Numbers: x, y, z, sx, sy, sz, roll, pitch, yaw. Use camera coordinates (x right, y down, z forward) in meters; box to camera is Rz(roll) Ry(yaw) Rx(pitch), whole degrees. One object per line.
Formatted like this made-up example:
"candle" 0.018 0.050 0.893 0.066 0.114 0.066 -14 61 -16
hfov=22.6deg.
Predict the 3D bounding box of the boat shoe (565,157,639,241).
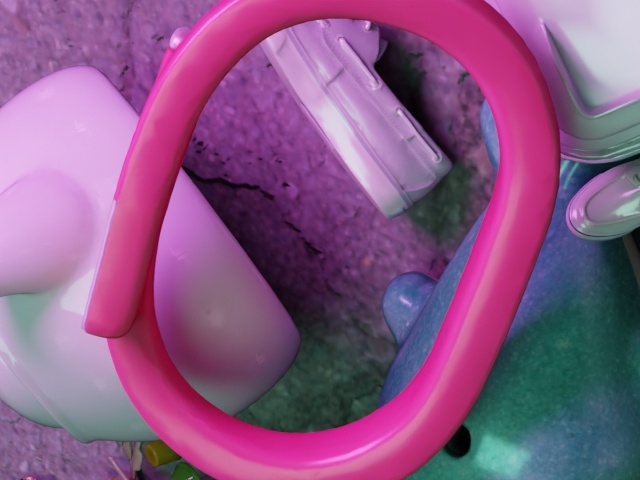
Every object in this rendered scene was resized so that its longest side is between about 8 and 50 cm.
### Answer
"boat shoe" 0.175 -0.030 0.835 0.100 0.035 0.035 -21 78 -2

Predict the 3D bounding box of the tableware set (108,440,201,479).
"tableware set" -0.115 0.188 1.140 0.104 0.024 0.154 48 144 28

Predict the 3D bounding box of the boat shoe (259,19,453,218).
"boat shoe" 0.013 -0.101 0.947 0.063 0.066 0.184 -35 93 -2

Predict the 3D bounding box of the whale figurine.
"whale figurine" 0.115 0.051 0.898 0.216 0.141 0.272 12 104 35

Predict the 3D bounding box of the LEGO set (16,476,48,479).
"LEGO set" -0.217 0.222 1.241 0.054 0.023 0.083 20 104 21

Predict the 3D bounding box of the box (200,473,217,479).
"box" 0.014 0.204 1.084 0.186 0.038 0.145 -21 96 36

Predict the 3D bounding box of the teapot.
"teapot" -0.146 0.033 0.972 0.187 0.252 0.256 -38 118 -4

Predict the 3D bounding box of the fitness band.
"fitness band" 0.000 0.000 0.802 0.209 0.054 0.290 17 112 -6

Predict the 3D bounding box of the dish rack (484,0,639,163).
"dish rack" 0.165 -0.208 0.751 0.286 0.072 0.332 -23 107 18
